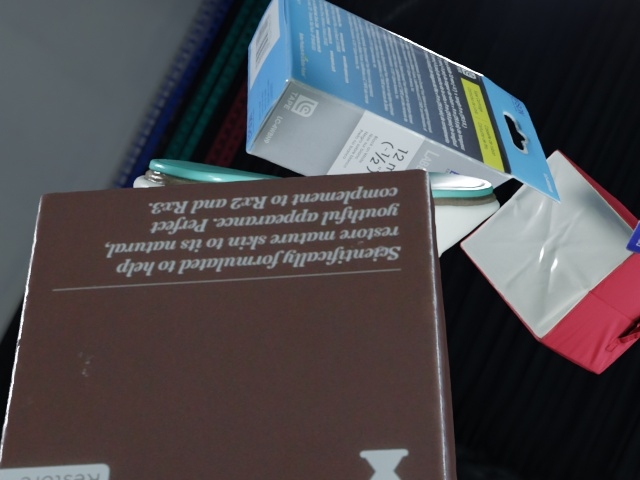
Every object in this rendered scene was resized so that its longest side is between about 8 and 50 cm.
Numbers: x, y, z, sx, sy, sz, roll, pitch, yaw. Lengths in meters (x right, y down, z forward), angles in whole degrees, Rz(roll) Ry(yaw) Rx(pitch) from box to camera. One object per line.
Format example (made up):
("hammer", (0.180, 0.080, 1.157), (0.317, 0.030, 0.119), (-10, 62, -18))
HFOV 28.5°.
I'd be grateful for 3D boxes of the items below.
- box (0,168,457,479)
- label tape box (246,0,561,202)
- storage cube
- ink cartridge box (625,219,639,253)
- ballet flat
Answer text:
("box", (-0.025, 0.098, 0.550), (0.169, 0.167, 0.203), (-3, -35, 5))
("label tape box", (0.089, -0.140, 1.473), (0.348, 0.115, 0.249), (24, 31, -19))
("storage cube", (0.336, 0.031, 1.638), (0.193, 0.183, 0.215), (28, 21, -51))
("ink cartridge box", (0.455, -0.018, 1.058), (0.371, 0.175, 0.069), (21, -19, 36))
("ballet flat", (0.000, 0.000, 1.118), (0.400, 0.139, 0.139), (-1, 17, -43))
